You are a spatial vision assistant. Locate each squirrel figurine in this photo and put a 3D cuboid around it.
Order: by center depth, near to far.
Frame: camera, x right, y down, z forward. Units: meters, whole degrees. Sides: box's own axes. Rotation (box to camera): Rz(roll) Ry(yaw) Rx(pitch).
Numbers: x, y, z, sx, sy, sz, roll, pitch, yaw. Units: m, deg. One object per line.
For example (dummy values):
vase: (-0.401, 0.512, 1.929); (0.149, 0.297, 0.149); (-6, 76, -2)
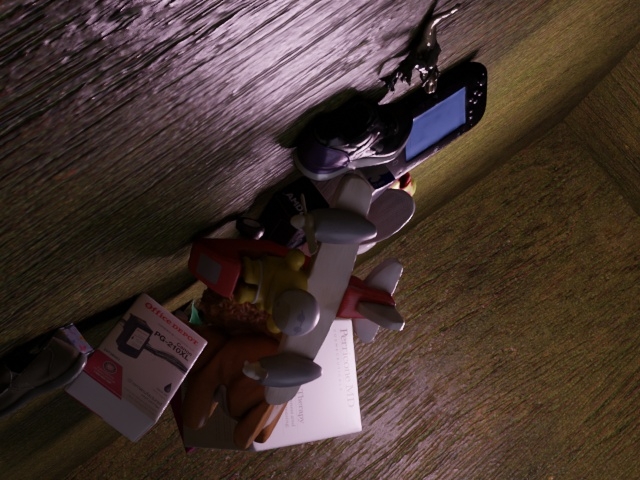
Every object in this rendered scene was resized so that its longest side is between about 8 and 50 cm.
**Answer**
squirrel figurine: (-0.226, 0.242, 1.963); (0.397, 0.370, 0.281); (-61, 169, 1)

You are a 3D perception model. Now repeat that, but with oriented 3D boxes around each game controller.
game controller: (0.235, -0.252, 1.793); (0.319, 0.067, 0.167); (-34, 132, -21)

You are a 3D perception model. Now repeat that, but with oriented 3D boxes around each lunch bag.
lunch bag: (-0.471, 0.205, 1.557); (0.083, 0.071, 0.053); (-43, 173, 22)

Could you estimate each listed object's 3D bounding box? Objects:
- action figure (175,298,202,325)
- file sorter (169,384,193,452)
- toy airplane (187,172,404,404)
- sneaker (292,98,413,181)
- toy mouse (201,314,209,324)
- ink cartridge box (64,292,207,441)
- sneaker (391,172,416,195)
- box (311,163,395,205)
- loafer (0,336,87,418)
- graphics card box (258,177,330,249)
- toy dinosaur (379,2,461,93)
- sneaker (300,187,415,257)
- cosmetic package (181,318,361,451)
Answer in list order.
action figure: (-0.347, 0.241, 2.195); (0.232, 0.063, 0.137); (93, 16, -71)
file sorter: (-0.342, 0.463, 2.600); (0.182, 0.291, 0.202); (-7, 154, -38)
toy airplane: (-0.019, 0.109, 1.612); (0.384, 0.386, 0.272); (-23, -162, 10)
sneaker: (0.086, -0.201, 1.520); (0.283, 0.107, 0.124); (-30, 164, -38)
toy mouse: (-0.272, 0.181, 2.377); (0.143, 0.031, 0.161); (-40, 171, 24)
ink cartridge box: (-0.355, 0.243, 1.657); (0.100, 0.172, 0.237); (-45, -170, 38)
sneaker: (0.230, -0.160, 2.399); (0.094, 0.081, 0.208); (-44, 169, 29)
box: (0.055, -0.129, 1.647); (0.072, 0.137, 0.126); (-31, 170, -42)
loafer: (-0.533, 0.238, 1.505); (0.251, 0.087, 0.094); (-28, -160, 14)
graphics card box: (0.029, -0.097, 1.878); (0.370, 0.094, 0.233); (-31, 170, -31)
toy dinosaur: (0.166, -0.304, 1.425); (0.118, 0.064, 0.268); (-42, 170, -9)
sneaker: (0.102, -0.039, 1.850); (0.292, 0.108, 0.169); (-30, 178, 30)
cosmetic package: (-0.145, 0.399, 2.378); (0.393, 0.330, 0.327); (1, 170, -42)
